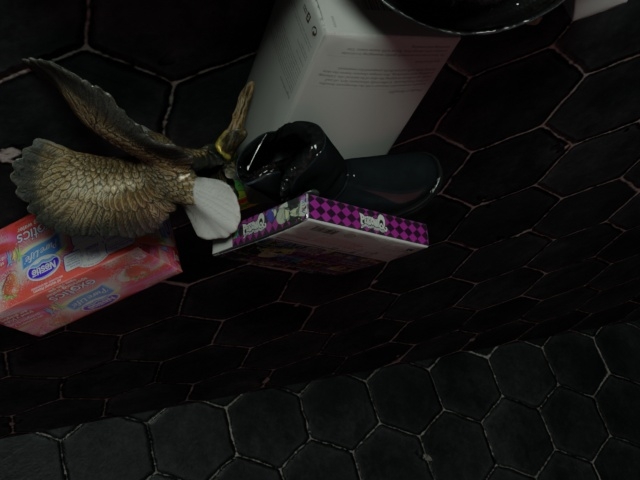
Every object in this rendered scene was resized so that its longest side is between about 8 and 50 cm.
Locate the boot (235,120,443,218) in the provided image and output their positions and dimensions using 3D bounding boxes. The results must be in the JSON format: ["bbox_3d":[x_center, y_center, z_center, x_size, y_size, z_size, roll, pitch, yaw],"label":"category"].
[{"bbox_3d":[0.031,-0.092,1.055,0.247,0.094,0.207,-14,158,14],"label":"boot"}]

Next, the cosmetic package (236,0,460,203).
[{"bbox_3d":[0.015,-0.211,1.097,0.197,0.155,0.365,-4,152,-25],"label":"cosmetic package"}]

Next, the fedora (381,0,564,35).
[{"bbox_3d":[0.151,-0.352,0.713,0.334,0.334,0.152,-28,-168,21],"label":"fedora"}]

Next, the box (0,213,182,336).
[{"bbox_3d":[-0.404,0.029,1.308,0.300,0.154,0.142,-25,154,12],"label":"box"}]

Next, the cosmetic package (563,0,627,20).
[{"bbox_3d":[0.337,-0.398,0.979,0.086,0.117,0.231,-19,153,4],"label":"cosmetic package"}]

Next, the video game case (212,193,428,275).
[{"bbox_3d":[0.000,0.000,1.112,0.232,0.041,0.210,12,158,-40],"label":"video game case"}]

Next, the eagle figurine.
[{"bbox_3d":[-0.255,-0.115,1.067,0.298,0.226,0.225,1,180,-31],"label":"eagle figurine"}]

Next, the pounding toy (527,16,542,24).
[{"bbox_3d":[0.230,-0.316,0.908,0.155,0.154,0.269,-49,-159,-12],"label":"pounding toy"}]

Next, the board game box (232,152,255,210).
[{"bbox_3d":[-0.118,-0.106,1.292,0.181,0.092,0.043,-20,155,3],"label":"board game box"}]
